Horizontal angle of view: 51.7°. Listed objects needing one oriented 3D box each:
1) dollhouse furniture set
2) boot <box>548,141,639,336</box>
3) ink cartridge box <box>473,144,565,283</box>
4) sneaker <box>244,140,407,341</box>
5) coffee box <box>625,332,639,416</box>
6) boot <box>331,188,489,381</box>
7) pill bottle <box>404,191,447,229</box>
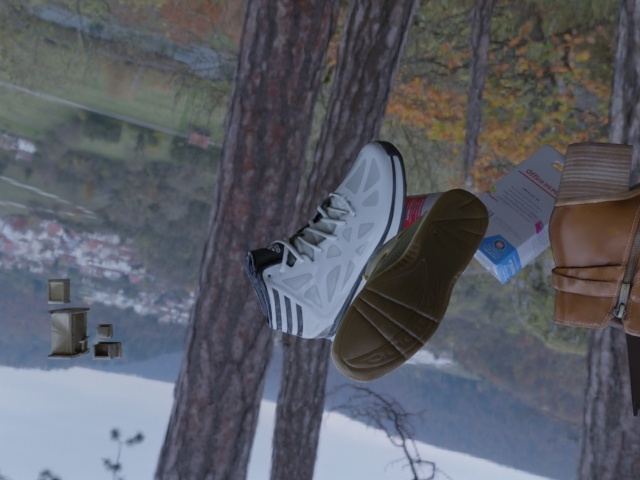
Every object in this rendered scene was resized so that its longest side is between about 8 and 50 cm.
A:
[{"bbox_3d":[-0.537,0.180,1.543,0.161,0.181,0.101,0,179,8],"label":"dollhouse furniture set"},{"bbox_3d":[0.408,0.007,0.752,0.284,0.220,0.109,5,180,7],"label":"boot"},{"bbox_3d":[0.287,-0.039,0.928,0.104,0.181,0.061,50,178,38],"label":"ink cartridge box"},{"bbox_3d":[0.000,0.001,1.325,0.258,0.447,0.169,9,-163,-29],"label":"sneaker"},{"bbox_3d":[0.472,0.154,0.888,0.098,0.141,0.246,-6,170,27],"label":"coffee box"},{"bbox_3d":[0.091,0.066,0.835,0.095,0.262,0.203,35,164,-2],"label":"boot"},{"bbox_3d":[0.185,-0.001,1.808,0.408,0.229,0.229,-5,159,34],"label":"pill bottle"}]
